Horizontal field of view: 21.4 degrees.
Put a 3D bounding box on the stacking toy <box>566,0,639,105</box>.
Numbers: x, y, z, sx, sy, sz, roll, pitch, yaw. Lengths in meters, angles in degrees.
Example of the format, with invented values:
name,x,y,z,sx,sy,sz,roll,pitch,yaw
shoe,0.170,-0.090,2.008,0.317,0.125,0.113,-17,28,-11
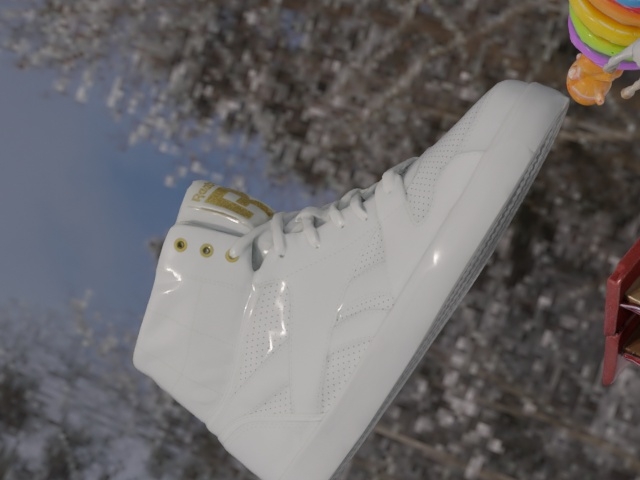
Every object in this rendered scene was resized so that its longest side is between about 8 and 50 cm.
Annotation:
name,x,y,z,sx,sy,sz,roll,pitch,yaw
stacking toy,0.312,-0.236,1.749,0.166,0.175,0.302,-13,-29,-16

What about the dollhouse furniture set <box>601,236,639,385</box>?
name,x,y,z,sx,sy,sz,roll,pitch,yaw
dollhouse furniture set,0.432,0.005,1.478,0.374,0.201,0.152,-45,-32,-25

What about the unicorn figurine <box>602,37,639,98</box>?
name,x,y,z,sx,sy,sz,roll,pitch,yaw
unicorn figurine,0.291,-0.156,1.424,0.162,0.060,0.111,-43,0,-28

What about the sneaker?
name,x,y,z,sx,sy,sz,roll,pitch,yaw
sneaker,0.000,0.000,0.950,0.292,0.169,0.108,-56,-10,22
